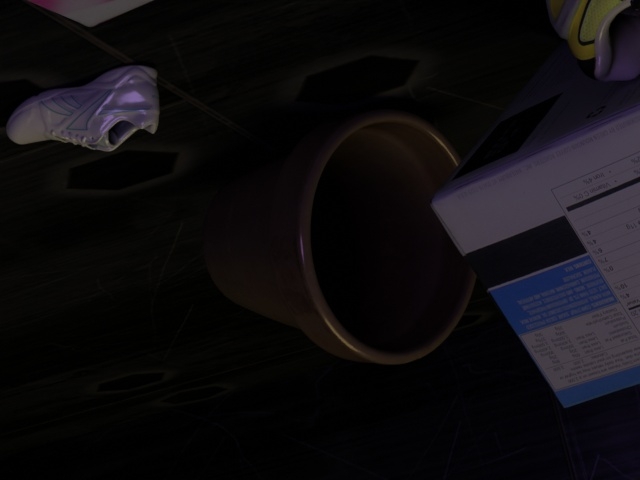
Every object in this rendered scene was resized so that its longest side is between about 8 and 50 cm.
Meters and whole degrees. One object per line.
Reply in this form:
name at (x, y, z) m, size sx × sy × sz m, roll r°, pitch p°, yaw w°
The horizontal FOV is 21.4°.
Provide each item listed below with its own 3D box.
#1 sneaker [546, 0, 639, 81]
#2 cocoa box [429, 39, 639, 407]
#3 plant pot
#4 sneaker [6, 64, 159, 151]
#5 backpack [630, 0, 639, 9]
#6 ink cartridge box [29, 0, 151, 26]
sneaker at (0.322, -0.243, 1.248) m, size 0.145 × 0.147 × 0.384 m, roll 1°, pitch 160°, yaw -37°
cocoa box at (0.300, -0.058, 1.483) m, size 0.231 × 0.228 × 0.347 m, roll -24°, pitch -165°, yaw 38°
plant pot at (0.000, 0.000, 1.780) m, size 0.263 × 0.263 × 0.229 m, roll 1°, pitch 177°, yaw -44°
sneaker at (-0.210, -0.106, 1.494) m, size 0.152 × 0.061 × 0.053 m, roll -16°, pitch 167°, yaw 20°
backpack at (0.220, -0.263, 1.102) m, size 0.117 × 0.173 × 0.158 m, roll 32°, pitch 168°, yaw 3°
ink cartridge box at (-0.075, -0.223, 1.024) m, size 0.324 × 0.071 × 0.330 m, roll -17°, pitch 158°, yaw 34°
